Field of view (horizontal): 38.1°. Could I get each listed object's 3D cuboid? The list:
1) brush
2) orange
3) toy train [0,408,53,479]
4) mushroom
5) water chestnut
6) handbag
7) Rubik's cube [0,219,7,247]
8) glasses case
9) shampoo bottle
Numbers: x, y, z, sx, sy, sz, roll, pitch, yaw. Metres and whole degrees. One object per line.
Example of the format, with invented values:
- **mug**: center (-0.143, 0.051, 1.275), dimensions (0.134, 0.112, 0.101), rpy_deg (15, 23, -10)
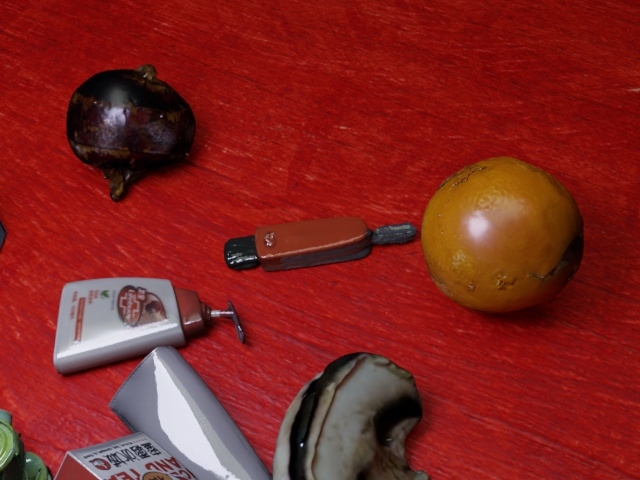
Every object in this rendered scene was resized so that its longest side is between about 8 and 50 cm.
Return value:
- **brush**: center (0.000, 0.000, 1.535), dimensions (0.324, 0.051, 0.070), rpy_deg (-8, 50, -5)
- **orange**: center (0.276, -0.003, 1.413), dimensions (0.246, 0.246, 0.246), rpy_deg (0, 52, 0)
- **toy train**: center (-0.464, 0.354, 1.204), dimensions (0.188, 0.159, 0.271), rpy_deg (-11, 53, 1)
- **mushroom**: center (0.041, 0.311, 1.234), dimensions (0.248, 0.130, 0.344), rpy_deg (33, 44, -30)
- **water chestnut**: center (-0.335, -0.187, 1.610), dimensions (0.224, 0.238, 0.223), rpy_deg (1, 11, 0)
- **handbag**: center (-0.193, 0.379, 1.146), dimensions (0.298, 0.171, 0.151), rpy_deg (30, 101, 22)
- **Rubik's cube**: center (-0.654, -0.001, 1.435), dimensions (0.222, 0.224, 0.231), rpy_deg (5, 53, 5)
- **glasses case**: center (-0.164, 0.299, 1.279), dimensions (0.128, 0.083, 0.308), rpy_deg (-38, 72, -3)
- **shampoo bottle**: center (-0.260, 0.124, 1.429), dimensions (0.284, 0.071, 0.153), rpy_deg (-5, 54, -1)
